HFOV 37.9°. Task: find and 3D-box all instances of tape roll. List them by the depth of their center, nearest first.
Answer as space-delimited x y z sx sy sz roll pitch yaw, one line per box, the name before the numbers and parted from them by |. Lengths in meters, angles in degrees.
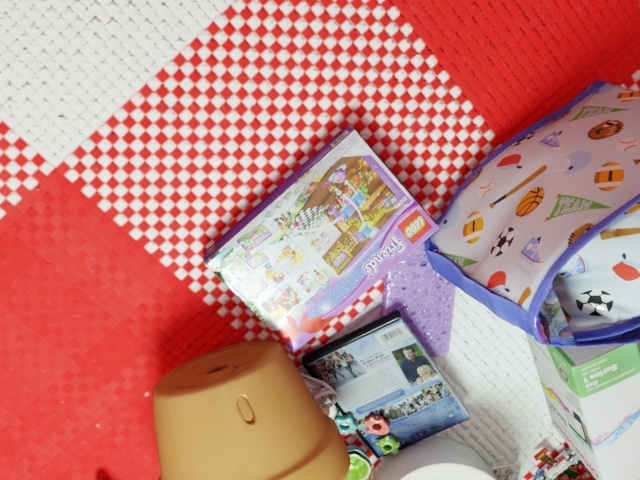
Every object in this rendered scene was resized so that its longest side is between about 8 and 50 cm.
tape roll | 0.197 0.465 1.541 0.246 0.169 0.246 0 93 -2

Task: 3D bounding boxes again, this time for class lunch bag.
lunch bag | 0.372 -0.020 1.319 0.385 0.328 0.239 -31 116 -10

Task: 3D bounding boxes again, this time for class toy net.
toy net | 0.032 0.300 1.519 0.122 0.045 0.232 -24 119 22

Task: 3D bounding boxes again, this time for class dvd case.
dvd case | 0.109 0.241 1.523 0.180 0.022 0.253 -27 119 16

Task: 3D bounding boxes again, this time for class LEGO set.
LEGO set | 0.393 0.447 1.716 0.244 0.060 0.182 -7 127 -11

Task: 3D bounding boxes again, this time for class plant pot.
plant pot | -0.122 0.277 1.376 0.291 0.291 0.203 -19 99 -7

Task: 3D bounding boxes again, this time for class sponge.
sponge | 0.156 0.093 1.490 0.117 0.031 0.210 -3 115 -13

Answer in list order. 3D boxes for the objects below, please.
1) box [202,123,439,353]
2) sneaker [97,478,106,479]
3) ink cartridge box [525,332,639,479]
box | 0.000 0.000 1.378 0.293 0.057 0.201 -41 108 5
sneaker | -0.316 0.424 1.502 0.058 0.052 0.135 -31 125 -11
ink cartridge box | 0.448 0.242 1.539 0.117 0.201 0.278 -24 118 -3
